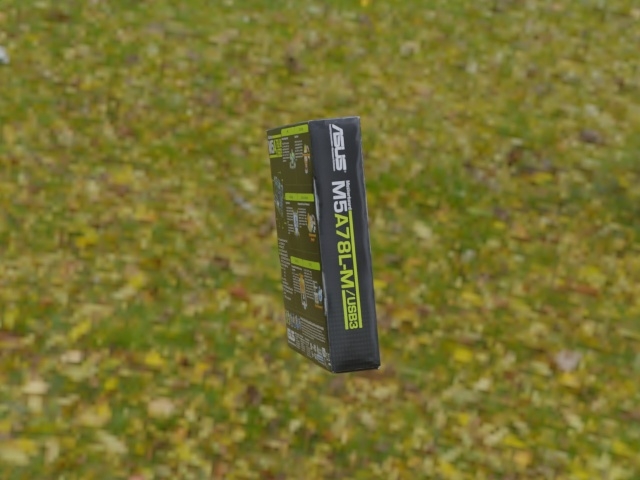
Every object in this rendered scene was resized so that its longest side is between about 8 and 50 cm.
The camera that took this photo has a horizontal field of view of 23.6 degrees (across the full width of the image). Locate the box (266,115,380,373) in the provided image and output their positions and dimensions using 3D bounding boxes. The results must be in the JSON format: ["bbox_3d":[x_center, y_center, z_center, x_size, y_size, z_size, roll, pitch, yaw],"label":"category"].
[{"bbox_3d":[0.000,0.000,1.171,0.045,0.184,0.190,-4,2,-11],"label":"box"}]
